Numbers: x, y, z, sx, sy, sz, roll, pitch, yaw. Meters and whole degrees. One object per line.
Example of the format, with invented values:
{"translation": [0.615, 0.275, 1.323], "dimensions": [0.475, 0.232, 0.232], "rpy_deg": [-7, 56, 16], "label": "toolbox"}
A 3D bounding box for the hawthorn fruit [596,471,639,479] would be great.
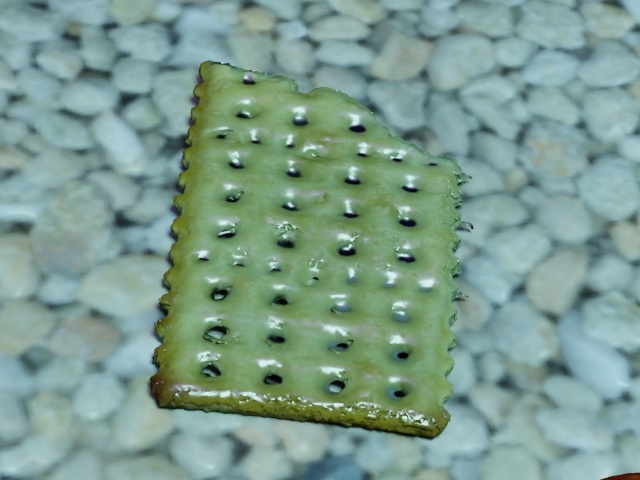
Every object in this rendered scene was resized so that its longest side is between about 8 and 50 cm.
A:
{"translation": [0.118, 0.161, 0.656], "dimensions": [0.172, 0.173, 0.173], "rpy_deg": [4, 50, -5], "label": "hawthorn fruit"}

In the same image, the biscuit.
{"translation": [0.000, 0.001, 0.872], "dimensions": [0.144, 0.016, 0.203], "rpy_deg": [8, 51, -1], "label": "biscuit"}
